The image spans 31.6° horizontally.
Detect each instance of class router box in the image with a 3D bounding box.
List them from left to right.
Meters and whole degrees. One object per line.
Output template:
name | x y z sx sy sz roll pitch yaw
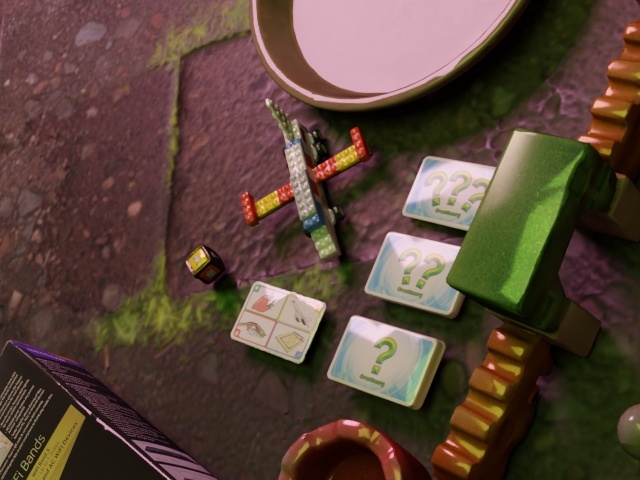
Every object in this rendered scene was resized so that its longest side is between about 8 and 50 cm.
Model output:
router box | -0.225 0.267 0.860 0.243 0.081 0.309 30 90 40

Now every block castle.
block castle | 0.189 0.017 0.577 0.303 0.213 0.453 22 84 40

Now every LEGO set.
LEGO set | 0.000 0.000 0.827 0.244 0.060 0.182 15 77 40

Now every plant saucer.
plant saucer | 0.064 -0.222 0.885 0.278 0.041 0.278 -15 62 31
